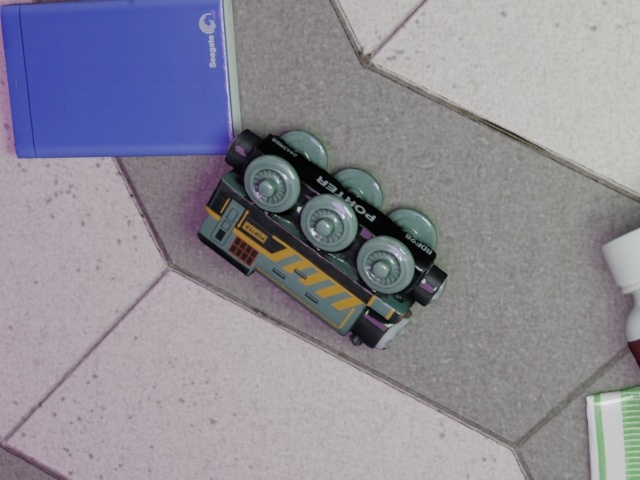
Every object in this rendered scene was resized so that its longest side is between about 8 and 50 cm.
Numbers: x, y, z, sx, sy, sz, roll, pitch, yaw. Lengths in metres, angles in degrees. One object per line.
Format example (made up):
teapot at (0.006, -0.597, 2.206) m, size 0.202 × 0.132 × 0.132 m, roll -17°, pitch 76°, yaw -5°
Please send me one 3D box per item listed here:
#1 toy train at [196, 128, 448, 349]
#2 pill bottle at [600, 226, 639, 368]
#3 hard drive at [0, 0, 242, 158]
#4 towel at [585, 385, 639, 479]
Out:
toy train at (0.000, 0.000, 1.928) m, size 0.334 × 0.142 × 0.190 m, roll 36°, pitch 122°, yaw 3°
pill bottle at (0.495, 0.144, 1.748) m, size 0.224 × 0.224 × 0.392 m, roll -26°, pitch 84°, yaw 20°
hard drive at (-0.267, -0.217, 1.994) m, size 0.318 × 0.040 × 0.210 m, roll 0°, pitch 103°, yaw 16°
towel at (0.507, 0.300, 1.898) m, size 0.324 × 0.038 × 0.248 m, roll -3°, pitch 102°, yaw 17°
